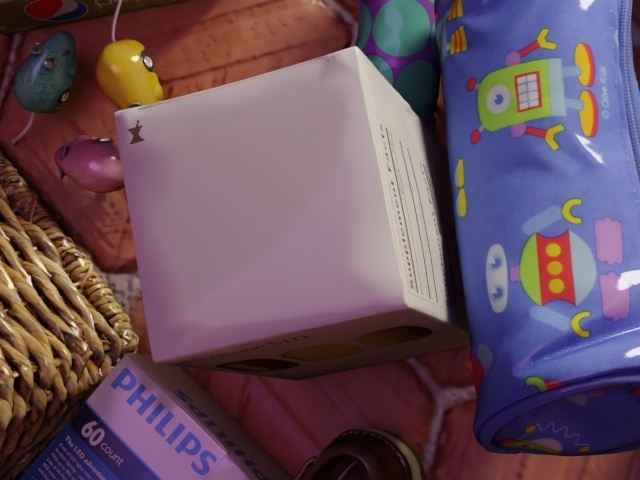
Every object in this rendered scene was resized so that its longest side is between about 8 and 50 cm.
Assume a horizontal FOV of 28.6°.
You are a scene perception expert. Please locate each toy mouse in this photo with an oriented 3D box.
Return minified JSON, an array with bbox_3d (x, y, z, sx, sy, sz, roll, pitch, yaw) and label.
[{"bbox_3d":[-0.174,-0.086,0.875,0.143,0.031,0.161,-12,99,29],"label":"toy mouse"}]

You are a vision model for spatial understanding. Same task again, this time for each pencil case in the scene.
[{"bbox_3d":[0.048,-0.141,0.820,0.070,0.064,0.151,5,83,1],"label":"pencil case"},{"bbox_3d":[0.137,-0.027,0.709,0.133,0.119,0.306,-20,60,30],"label":"pencil case"}]

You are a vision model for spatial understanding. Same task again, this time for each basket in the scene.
[{"bbox_3d":[-0.313,0.062,0.881,0.299,0.223,0.213,48,129,17],"label":"basket"}]

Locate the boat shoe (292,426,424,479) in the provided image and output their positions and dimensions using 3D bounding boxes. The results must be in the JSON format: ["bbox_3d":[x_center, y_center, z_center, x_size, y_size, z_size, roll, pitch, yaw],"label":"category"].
[{"bbox_3d":[-0.025,0.232,0.770,0.095,0.095,0.257,22,89,18],"label":"boat shoe"}]

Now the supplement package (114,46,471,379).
[{"bbox_3d":[0.000,0.000,0.719,0.139,0.244,0.133,-14,78,14],"label":"supplement package"}]

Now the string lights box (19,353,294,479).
[{"bbox_3d":[-0.151,0.213,0.820,0.133,0.077,0.259,43,95,17],"label":"string lights box"}]

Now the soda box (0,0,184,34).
[{"bbox_3d":[-0.161,-0.196,0.889,0.181,0.061,0.058,-8,79,15],"label":"soda box"}]
